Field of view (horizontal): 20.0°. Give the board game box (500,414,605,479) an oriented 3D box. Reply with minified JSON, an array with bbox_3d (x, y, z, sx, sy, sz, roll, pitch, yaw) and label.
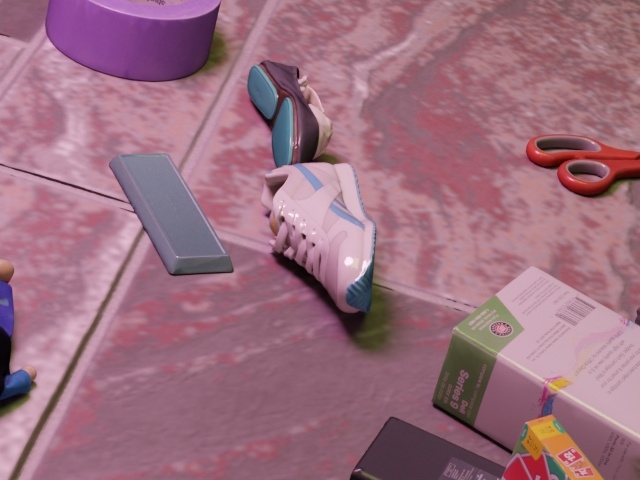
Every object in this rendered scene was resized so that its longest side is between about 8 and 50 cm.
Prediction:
[{"bbox_3d":[0.217,0.264,1.354,0.039,0.124,0.259,-14,48,-32],"label":"board game box"}]

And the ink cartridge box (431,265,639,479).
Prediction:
[{"bbox_3d":[0.231,0.133,1.613,0.212,0.093,0.154,29,35,22],"label":"ink cartridge box"}]

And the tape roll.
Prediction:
[{"bbox_3d":[-0.210,-0.260,2.039,0.189,0.080,0.189,12,32,-8],"label":"tape roll"}]

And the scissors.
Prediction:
[{"bbox_3d":[0.375,-0.095,2.092,0.297,0.021,0.109,-6,36,-28],"label":"scissors"}]

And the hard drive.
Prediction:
[{"bbox_3d":[0.101,0.202,1.514,0.135,0.022,0.094,24,33,12],"label":"hard drive"}]

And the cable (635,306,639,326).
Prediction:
[{"bbox_3d":[0.412,0.121,1.773,0.287,0.072,0.139,10,13,-32],"label":"cable"}]

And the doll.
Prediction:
[{"bbox_3d":[-0.295,0.087,1.498,0.129,0.046,0.189,14,37,-20],"label":"doll"}]

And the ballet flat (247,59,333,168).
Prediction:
[{"bbox_3d":[-0.024,-0.131,1.933,0.074,0.074,0.203,4,32,-18],"label":"ballet flat"}]

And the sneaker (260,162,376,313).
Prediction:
[{"bbox_3d":[0.000,0.000,1.735,0.092,0.087,0.229,0,28,-12],"label":"sneaker"}]

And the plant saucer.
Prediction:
[{"bbox_3d":[-0.146,-0.030,1.771,0.067,0.018,0.192,-3,37,-26],"label":"plant saucer"}]
